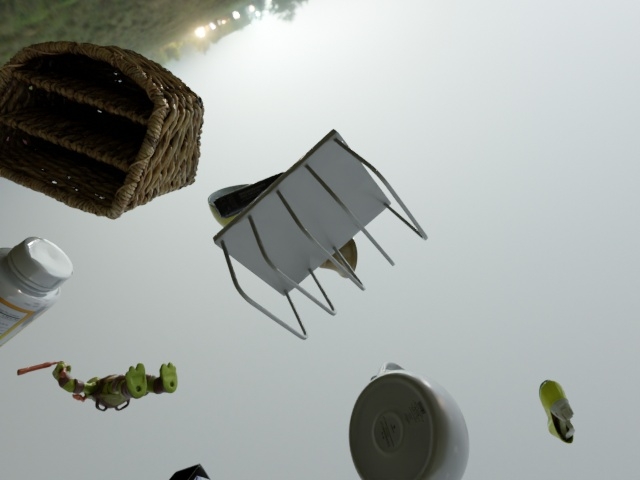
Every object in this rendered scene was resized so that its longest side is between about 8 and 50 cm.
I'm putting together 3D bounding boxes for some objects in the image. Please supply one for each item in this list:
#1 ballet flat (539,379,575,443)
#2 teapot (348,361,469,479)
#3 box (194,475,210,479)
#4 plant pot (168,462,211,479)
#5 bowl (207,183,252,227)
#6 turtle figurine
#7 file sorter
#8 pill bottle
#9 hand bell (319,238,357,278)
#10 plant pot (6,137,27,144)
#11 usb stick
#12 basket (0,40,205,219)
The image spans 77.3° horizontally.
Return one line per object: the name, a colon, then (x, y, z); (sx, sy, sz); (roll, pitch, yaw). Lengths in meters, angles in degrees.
ballet flat: (0.694, 0.501, 1.155); (0.077, 0.230, 0.077); (-25, -154, -3)
teapot: (0.191, 0.385, 0.792); (0.253, 0.187, 0.255); (-6, -117, 51)
box: (-0.163, 0.411, 0.512); (0.137, 0.072, 0.126); (-62, -165, -6)
plant pot: (-0.382, 0.778, 1.125); (0.188, 0.167, 0.187); (-40, -176, 38)
bowl: (-0.263, -0.093, 1.484); (0.290, 0.155, 0.289); (0, -154, 0)
turtle figurine: (-0.399, 0.278, 0.761); (0.218, 0.270, 0.087); (-17, -124, 28)
file sorter: (0.000, 0.000, 0.663); (0.278, 0.193, 0.173); (-41, -143, 6)
pill bottle: (-0.495, 0.092, 0.610); (0.215, 0.117, 0.117); (-38, -150, 1)
hand bell: (-0.037, 0.042, 1.055); (0.242, 0.126, 0.126); (0, -160, -26)
plant pot: (-0.672, -0.257, 0.901); (0.181, 0.201, 0.201); (-13, -159, -31)
usb stick: (-0.213, -0.151, 1.312); (0.278, 0.077, 0.045); (-27, 174, -26)
basket: (-0.372, -0.199, 0.646); (0.300, 0.213, 0.223); (23, -152, 9)
